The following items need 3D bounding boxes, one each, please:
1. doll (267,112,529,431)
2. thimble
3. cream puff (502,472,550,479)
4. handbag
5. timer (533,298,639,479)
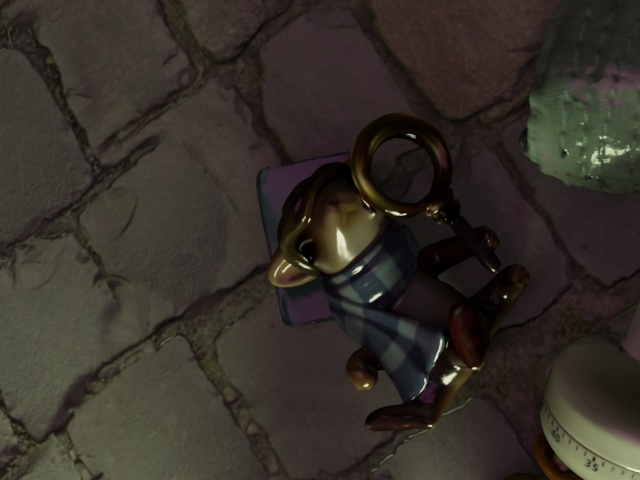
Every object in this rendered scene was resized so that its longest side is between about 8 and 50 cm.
[{"bbox_3d":[0.092,0.042,1.692,0.318,0.209,0.340,-44,82,0],"label":"doll"},{"bbox_3d":[0.338,-0.184,1.627,0.172,0.205,0.250,17,95,18],"label":"thimble"},{"bbox_3d":[0.291,0.410,1.668,0.282,0.185,0.282,1,95,18],"label":"cream puff"},{"bbox_3d":[0.000,0.000,1.830,0.144,0.057,0.221,-9,86,12],"label":"handbag"},{"bbox_3d":[0.381,0.186,1.601,0.233,0.233,0.240,24,120,17],"label":"timer"}]
